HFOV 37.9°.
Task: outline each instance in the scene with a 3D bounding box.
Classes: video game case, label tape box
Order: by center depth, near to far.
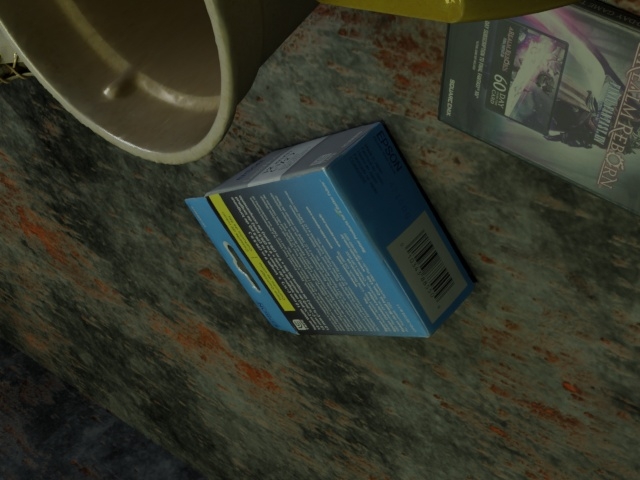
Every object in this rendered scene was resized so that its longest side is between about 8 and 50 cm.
[{"bbox_3d":[0.236,-0.136,0.870,0.274,0.026,0.196,31,146,25],"label":"video game case"},{"bbox_3d":[0.000,0.000,1.229,0.348,0.115,0.249,-5,122,56],"label":"label tape box"}]

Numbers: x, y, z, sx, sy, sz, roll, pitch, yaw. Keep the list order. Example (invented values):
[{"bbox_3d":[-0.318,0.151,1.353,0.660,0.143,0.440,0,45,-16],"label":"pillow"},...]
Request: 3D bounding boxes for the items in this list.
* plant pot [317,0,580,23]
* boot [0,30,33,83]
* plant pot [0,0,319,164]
[{"bbox_3d":[0.093,-0.273,0.702,0.212,0.187,0.212,19,133,36],"label":"plant pot"},{"bbox_3d":[-0.471,-0.257,1.401,0.262,0.203,0.095,31,147,25],"label":"boot"},{"bbox_3d":[-0.102,-0.287,0.827,0.334,0.305,0.333,31,145,24],"label":"plant pot"}]
